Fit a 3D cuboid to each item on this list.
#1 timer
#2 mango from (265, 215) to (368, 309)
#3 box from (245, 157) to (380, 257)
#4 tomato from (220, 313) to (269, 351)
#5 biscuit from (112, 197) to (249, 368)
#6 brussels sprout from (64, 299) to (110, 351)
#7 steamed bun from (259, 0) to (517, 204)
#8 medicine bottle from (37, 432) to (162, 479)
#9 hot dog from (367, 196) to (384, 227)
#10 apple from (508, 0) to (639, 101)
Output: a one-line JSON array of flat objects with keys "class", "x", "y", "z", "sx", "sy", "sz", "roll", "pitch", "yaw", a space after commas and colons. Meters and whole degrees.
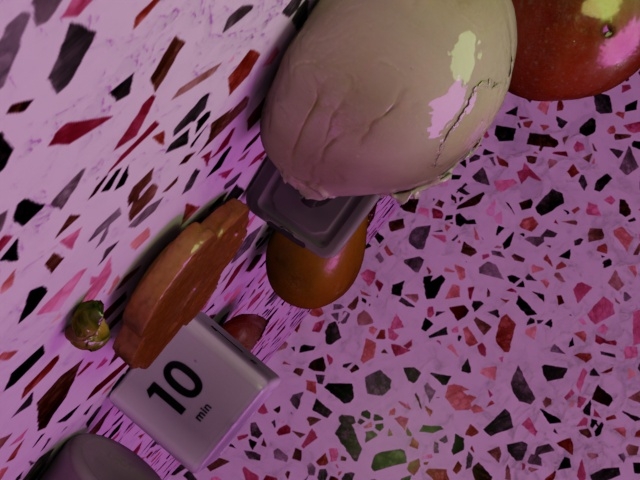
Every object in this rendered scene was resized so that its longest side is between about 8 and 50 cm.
[{"class": "timer", "x": -0.207, "y": 0.250, "z": 1.803, "sx": 0.192, "sy": 0.195, "sz": 0.194, "roll": -51, "pitch": 174, "yaw": 0}, {"class": "mango", "x": 0.000, "y": 0.000, "z": 1.944, "sx": 0.211, "sy": 0.173, "sz": 0.317, "roll": -46, "pitch": 166, "yaw": -35}, {"class": "box", "x": 0.011, "y": -0.101, "z": 1.526, "sx": 0.227, "sy": 0.162, "sz": 0.130, "roll": -55, "pitch": -177, "yaw": 37}, {"class": "tomato", "x": -0.202, "y": 0.228, "z": 2.153, "sx": 0.228, "sy": 0.101, "sz": 0.228, "roll": -54, "pitch": -179, "yaw": 2}, {"class": "biscuit", "x": -0.190, "y": 0.056, "z": 1.472, "sx": 0.269, "sy": 0.051, "sz": 0.376, "roll": -52, "pitch": 175, "yaw": -8}, {"class": "brussels sprout", "x": -0.270, "y": 0.098, "z": 1.236, "sx": 0.051, "sy": 0.046, "sz": 0.083, "roll": -43, "pitch": 161, "yaw": -25}, {"class": "steamed bun", "x": 0.102, "y": -0.193, "z": 1.274, "sx": 0.334, "sy": 0.233, "sz": 0.312, "roll": -49, "pitch": 174, "yaw": -24}, {"class": "medicine bottle", "x": -0.416, "y": 0.501, "z": 1.727, "sx": 0.340, "sy": 0.208, "sz": 0.208, "roll": -52, "pitch": 173, "yaw": 9}, {"class": "hot dog", "x": 0.061, "y": -0.024, "z": 2.578, "sx": 0.270, "sy": 0.082, "sz": 0.162, "roll": -49, "pitch": 175, "yaw": -18}, {"class": "apple", "x": 0.410, "y": -0.396, "z": 1.778, "sx": 0.348, "sy": 0.348, "sz": 0.277, "roll": -46, "pitch": 146, "yaw": -36}]
